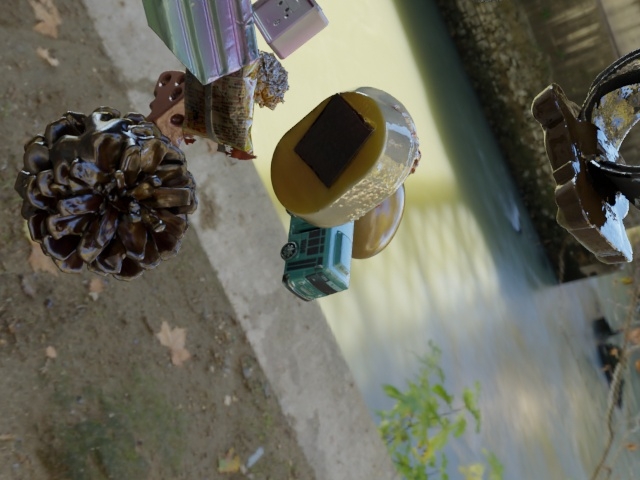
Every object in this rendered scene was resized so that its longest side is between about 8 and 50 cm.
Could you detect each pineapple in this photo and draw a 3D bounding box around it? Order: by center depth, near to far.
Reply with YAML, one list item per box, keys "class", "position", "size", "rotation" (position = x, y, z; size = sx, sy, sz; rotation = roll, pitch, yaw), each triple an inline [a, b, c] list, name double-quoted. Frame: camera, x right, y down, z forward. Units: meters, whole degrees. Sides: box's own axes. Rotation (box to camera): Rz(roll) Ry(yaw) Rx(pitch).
- class: "pineapple"
  position: [-0.169, -0.526, 2.233]
  size: [0.225, 0.076, 0.224]
  rotation: [20, 64, -47]

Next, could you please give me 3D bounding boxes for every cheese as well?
- class: "cheese"
  position: [-0.385, -0.373, 1.894]
  size: [0.128, 0.203, 0.177]
  rotation: [40, 21, -44]

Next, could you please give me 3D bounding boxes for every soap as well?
- class: "soap"
  position: [-0.236, -0.462, 1.313]
  size: [0.193, 0.109, 0.324]
  rotation: [-31, 143, -22]

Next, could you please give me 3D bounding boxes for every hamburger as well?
- class: "hamburger"
  position: [0.042, -0.156, 1.319]
  size: [0.151, 0.295, 0.227]
  rotation: [-1, 60, -57]

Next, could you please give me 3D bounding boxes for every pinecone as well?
- class: "pinecone"
  position: [-0.457, -0.092, 1.547]
  size: [0.398, 0.398, 0.397]
  rotation: [34, 47, -46]

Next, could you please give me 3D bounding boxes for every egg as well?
- class: "egg"
  position: [0.120, -0.105, 2.020]
  size: [0.250, 0.250, 0.322]
  rotation: [12, 83, -55]

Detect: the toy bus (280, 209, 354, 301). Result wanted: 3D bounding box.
- class: "toy bus"
  position: [0.000, 0.000, 1.599]
  size: [0.128, 0.147, 0.256]
  rotation: [41, 45, -48]

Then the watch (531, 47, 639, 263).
- class: "watch"
  position: [0.593, -0.165, 1.225]
  size: [0.314, 0.327, 0.335]
  rotation: [33, 48, -35]

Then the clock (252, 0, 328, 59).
- class: "clock"
  position: [-0.078, -0.534, 1.648]
  size: [0.063, 0.150, 0.197]
  rotation: [46, 12, -45]

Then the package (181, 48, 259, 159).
- class: "package"
  position: [-0.244, -0.339, 1.634]
  size: [0.108, 0.223, 0.288]
  rotation: [-22, 126, -53]
